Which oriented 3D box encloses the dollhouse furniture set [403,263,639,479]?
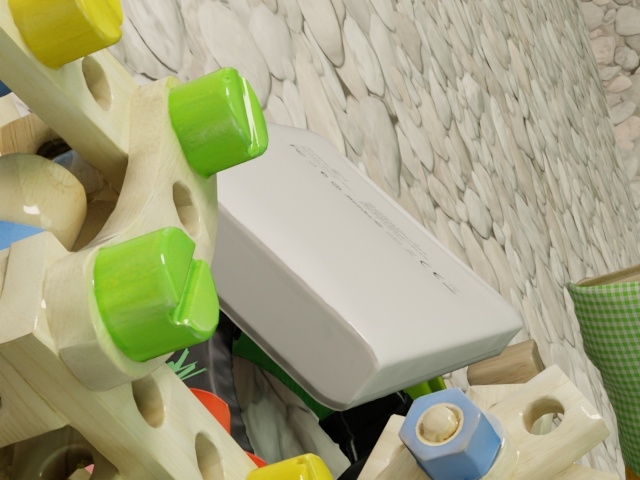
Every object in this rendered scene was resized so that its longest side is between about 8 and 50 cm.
[{"bbox_3d":[0.202,0.139,0.926,0.151,0.302,0.197,-67,135,-67],"label":"dollhouse furniture set"}]

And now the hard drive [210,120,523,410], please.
[{"bbox_3d":[0.000,0.000,0.793,0.203,0.040,0.307,43,14,15],"label":"hard drive"}]

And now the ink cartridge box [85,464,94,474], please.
[{"bbox_3d":[-0.122,0.124,0.430,0.115,0.067,0.198,68,18,-3],"label":"ink cartridge box"}]

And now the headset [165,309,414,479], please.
[{"bbox_3d":[0.033,0.205,0.728,0.394,0.185,0.243,51,18,-7],"label":"headset"}]

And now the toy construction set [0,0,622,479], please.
[{"bbox_3d":[-0.031,0.063,0.441,0.328,0.151,0.215,39,31,-36],"label":"toy construction set"}]
